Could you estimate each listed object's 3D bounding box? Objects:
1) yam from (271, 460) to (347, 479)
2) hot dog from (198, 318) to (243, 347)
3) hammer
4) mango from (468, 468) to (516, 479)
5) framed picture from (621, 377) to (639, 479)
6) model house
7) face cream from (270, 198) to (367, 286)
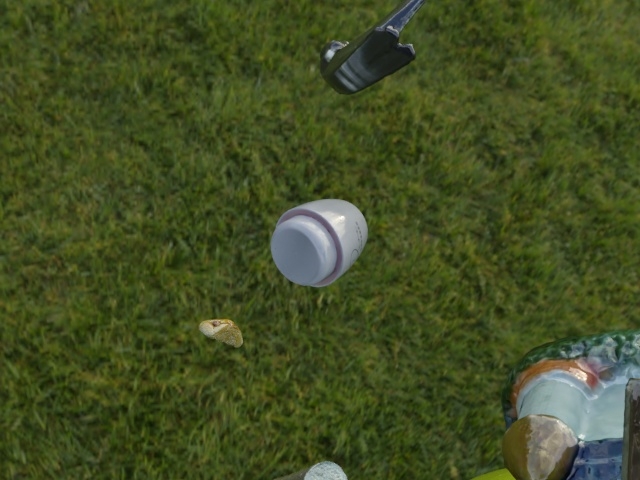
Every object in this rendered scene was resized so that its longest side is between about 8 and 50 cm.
[{"bbox_3d":[-0.063,0.407,1.481,0.093,0.259,0.093,18,58,-32],"label":"yam"},{"bbox_3d":[-0.147,0.136,1.480,0.030,0.090,0.034,33,91,36],"label":"hot dog"},{"bbox_3d":[0.074,-0.137,0.400,0.021,0.078,0.201,41,96,-15],"label":"hammer"},{"bbox_3d":[0.245,0.395,1.333,0.273,0.185,0.149,-10,94,-26],"label":"mango"},{"bbox_3d":[0.210,0.138,0.324,0.010,0.231,0.172,12,80,-49],"label":"framed picture"},{"bbox_3d":[0.228,0.221,0.725,0.185,0.291,0.253,-11,98,20],"label":"model house"},{"bbox_3d":[0.000,0.000,1.058,0.091,0.091,0.095,40,39,16],"label":"face cream"}]
